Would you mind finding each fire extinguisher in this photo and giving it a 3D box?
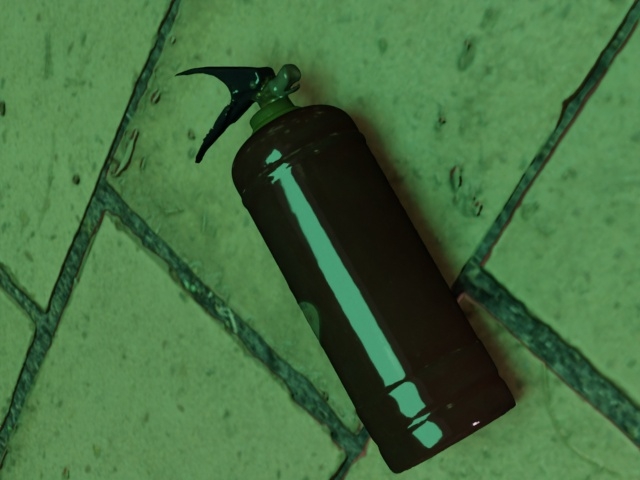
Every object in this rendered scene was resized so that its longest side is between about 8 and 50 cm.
[{"bbox_3d":[0.000,0.000,0.846,0.138,0.102,0.344,-38,77,39],"label":"fire extinguisher"}]
